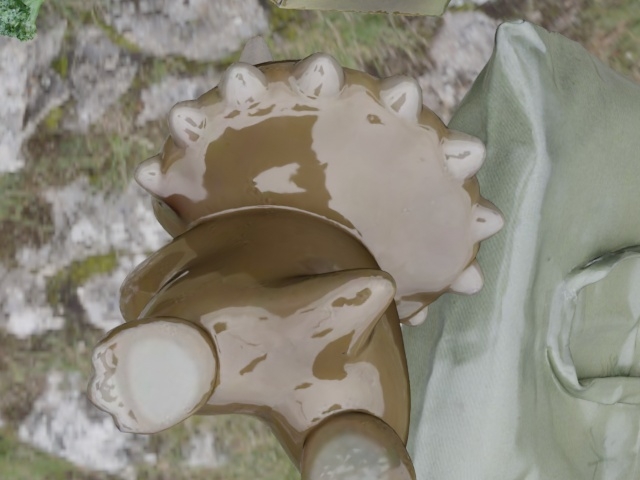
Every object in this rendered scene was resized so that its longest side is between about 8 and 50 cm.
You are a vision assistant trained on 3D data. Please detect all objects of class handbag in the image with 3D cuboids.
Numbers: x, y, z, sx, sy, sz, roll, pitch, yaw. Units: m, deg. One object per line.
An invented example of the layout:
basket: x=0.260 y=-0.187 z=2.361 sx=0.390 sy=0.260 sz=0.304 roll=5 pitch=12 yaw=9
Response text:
handbag: x=0.137 y=0.038 z=0.949 sx=0.253 sy=0.109 sz=0.315 roll=5 pitch=98 yaw=-50

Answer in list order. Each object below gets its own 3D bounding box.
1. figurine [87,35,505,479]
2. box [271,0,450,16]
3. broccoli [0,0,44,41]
figurine: x=-0.004 y=-0.003 z=0.734 sx=0.177 sy=0.247 sz=0.173 roll=29 pitch=102 yaw=-1
box: x=-0.025 y=-0.242 z=1.076 sx=0.159 sy=0.240 sz=0.071 roll=-2 pitch=128 yaw=-44
broccoli: x=-0.229 y=-0.248 z=1.182 sx=0.156 sy=0.195 sz=0.195 roll=1 pitch=120 yaw=-25
